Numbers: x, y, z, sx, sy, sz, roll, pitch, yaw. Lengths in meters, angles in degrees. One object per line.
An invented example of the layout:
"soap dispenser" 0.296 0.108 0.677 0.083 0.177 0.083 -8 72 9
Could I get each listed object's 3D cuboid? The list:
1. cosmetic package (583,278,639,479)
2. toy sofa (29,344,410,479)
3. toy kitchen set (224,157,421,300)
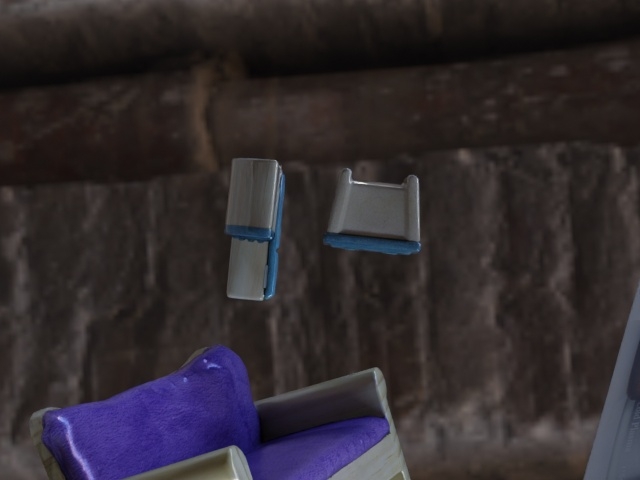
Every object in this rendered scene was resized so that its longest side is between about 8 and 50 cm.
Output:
"cosmetic package" 0.271 0.050 0.671 0.097 0.284 0.377 47 49 -31
"toy sofa" -0.060 0.168 1.169 0.362 0.150 0.177 -13 85 -72
"toy kitchen set" 0.000 0.000 1.372 0.207 0.166 0.122 119 -23 -89
